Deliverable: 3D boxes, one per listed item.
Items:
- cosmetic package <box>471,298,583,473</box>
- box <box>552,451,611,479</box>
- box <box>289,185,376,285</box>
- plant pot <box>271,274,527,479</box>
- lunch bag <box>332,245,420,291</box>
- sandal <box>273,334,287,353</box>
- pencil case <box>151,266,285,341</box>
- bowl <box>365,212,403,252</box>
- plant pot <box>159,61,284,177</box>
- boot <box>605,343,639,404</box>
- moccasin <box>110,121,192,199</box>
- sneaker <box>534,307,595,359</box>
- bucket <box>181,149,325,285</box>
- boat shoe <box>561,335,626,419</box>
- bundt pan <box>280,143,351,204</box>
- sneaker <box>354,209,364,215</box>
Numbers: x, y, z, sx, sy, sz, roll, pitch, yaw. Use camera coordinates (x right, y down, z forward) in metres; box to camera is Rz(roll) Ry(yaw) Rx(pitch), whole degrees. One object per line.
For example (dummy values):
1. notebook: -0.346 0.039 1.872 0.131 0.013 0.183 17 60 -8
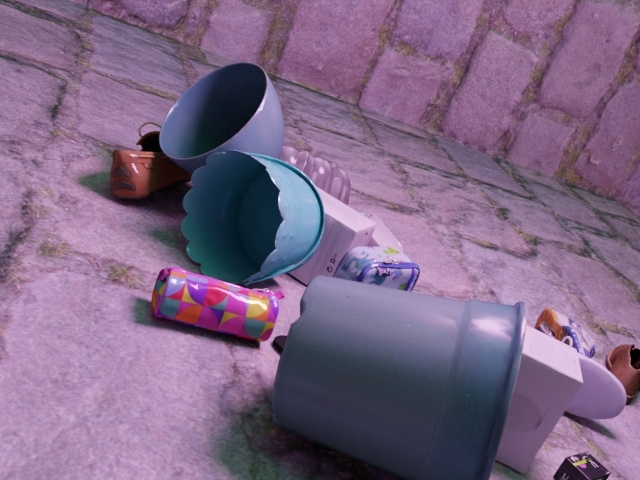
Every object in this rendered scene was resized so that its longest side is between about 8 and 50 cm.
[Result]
1. cosmetic package: 0.328 0.269 1.457 0.224 0.224 0.138 26 22 2
2. box: 0.493 0.442 1.468 0.083 0.052 0.062 4 29 -44
3. box: 0.000 0.000 1.781 0.182 0.181 0.119 32 23 18
4. plant pot: 0.117 0.216 1.233 0.334 0.341 0.341 15 21 9
5. lunch bag: 0.095 0.117 1.565 0.176 0.219 0.090 4 30 -43
6. sandal: -0.020 0.223 1.443 0.179 0.040 0.067 39 24 31
7. pencil case: -0.190 0.115 1.435 0.236 0.104 0.104 14 24 -23
8. bowl: 0.151 0.005 2.057 0.142 0.053 0.142 50 23 -6
9. plant pot: -0.197 -0.238 1.802 0.195 0.290 0.290 50 1 -42
10. boot: 0.802 0.314 2.001 0.112 0.115 0.305 30 21 17
11. moccasin: -0.385 -0.208 1.880 0.139 0.147 0.380 5 18 23
12. sneaker: 0.639 0.267 1.940 0.131 0.112 0.296 22 23 -9
13. bucket: -0.136 -0.047 1.644 0.281 0.281 0.183 37 20 28
14. boat shoe: 0.512 0.280 1.776 0.367 0.136 0.156 20 17 15
15. bundt pan: -0.065 -0.167 2.014 0.330 0.124 0.331 20 -2 1
16. sneaker: 0.067 -0.046 2.118 0.065 0.076 0.166 16 -2 -11
